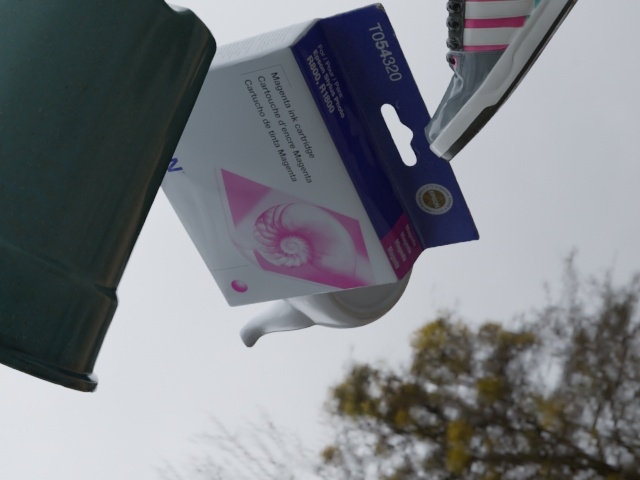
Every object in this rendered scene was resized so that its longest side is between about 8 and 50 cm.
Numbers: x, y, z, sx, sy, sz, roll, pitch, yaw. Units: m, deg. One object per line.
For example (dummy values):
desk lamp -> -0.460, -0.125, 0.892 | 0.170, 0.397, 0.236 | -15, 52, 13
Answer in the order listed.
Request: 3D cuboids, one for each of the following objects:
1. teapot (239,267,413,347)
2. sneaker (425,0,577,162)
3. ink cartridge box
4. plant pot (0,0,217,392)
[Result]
teapot -> 0.000, 0.000, 1.691 | 0.256, 0.187, 0.252 | -20, -76, -43
sneaker -> 0.133, -0.231, 1.083 | 0.295, 0.178, 0.124 | -58, -7, 23
ink cartridge box -> -0.027, -0.081, 1.367 | 0.324, 0.330, 0.071 | 63, -148, -29
plant pot -> -0.277, -0.091, 1.060 | 0.334, 0.341, 0.341 | -64, -32, -5
